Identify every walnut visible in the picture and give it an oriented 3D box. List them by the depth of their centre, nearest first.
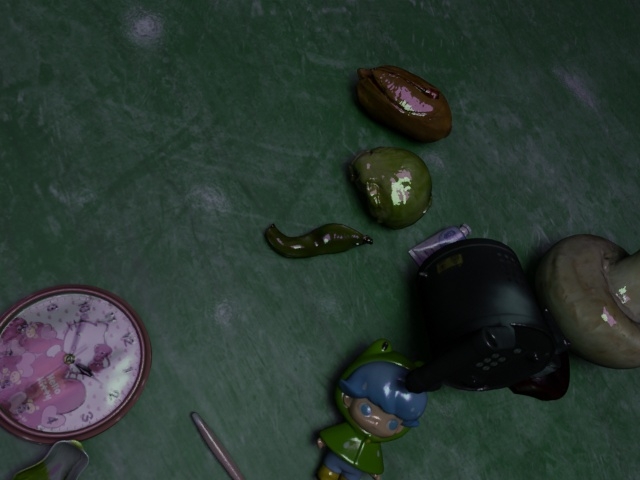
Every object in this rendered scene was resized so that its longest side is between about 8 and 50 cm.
[{"bbox_3d":[0.180,-0.299,1.117,0.245,0.137,0.137,30,65,1],"label":"walnut"}]

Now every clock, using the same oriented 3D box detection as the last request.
[{"bbox_3d":[-0.390,0.187,0.791,0.245,0.056,0.244,6,71,-18],"label":"clock"}]

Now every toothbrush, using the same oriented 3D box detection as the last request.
[{"bbox_3d":[-0.124,0.410,0.836,0.030,0.025,0.307,-35,88,-18],"label":"toothbrush"}]

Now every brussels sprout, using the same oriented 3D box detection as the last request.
[{"bbox_3d":[0.150,-0.115,1.049,0.146,0.131,0.183,-29,85,-4],"label":"brussels sprout"}]

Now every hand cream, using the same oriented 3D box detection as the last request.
[{"bbox_3d":[0.265,0.015,1.095,0.142,0.053,0.084,-37,89,-16],"label":"hand cream"}]

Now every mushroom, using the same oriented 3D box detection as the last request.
[{"bbox_3d":[0.608,0.103,1.048,0.298,0.290,0.297,18,50,-23],"label":"mushroom"}]

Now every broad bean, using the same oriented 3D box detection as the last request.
[{"bbox_3d":[0.000,0.000,0.997,0.214,0.048,0.070,1,74,-17],"label":"broad bean"}]

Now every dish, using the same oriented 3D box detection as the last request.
[{"bbox_3d":[-0.395,0.350,0.743,0.091,0.039,0.137,39,72,-15],"label":"dish"}]

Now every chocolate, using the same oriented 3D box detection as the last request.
[{"bbox_3d":[0.459,0.277,1.063,0.149,0.080,0.125,-18,80,-26],"label":"chocolate"}]

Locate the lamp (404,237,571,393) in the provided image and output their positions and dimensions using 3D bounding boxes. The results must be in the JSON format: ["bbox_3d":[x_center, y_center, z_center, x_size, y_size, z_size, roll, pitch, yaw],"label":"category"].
[{"bbox_3d":[0.282,0.126,0.939,0.374,0.205,0.272,15,43,-42],"label":"lamp"}]

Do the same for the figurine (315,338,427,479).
[{"bbox_3d":[0.085,0.308,0.892,0.162,0.143,0.263,30,82,1],"label":"figurine"}]
